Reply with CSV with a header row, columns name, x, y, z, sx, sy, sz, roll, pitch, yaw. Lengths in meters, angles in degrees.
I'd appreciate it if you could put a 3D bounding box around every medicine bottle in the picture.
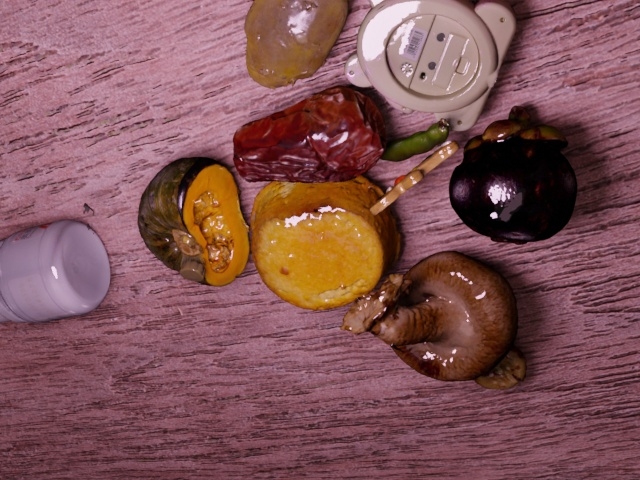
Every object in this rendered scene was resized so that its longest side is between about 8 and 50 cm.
name,x,y,z,sx,sy,sz,roll,pitch,yaw
medicine bottle,-0.724,0.090,1.959,0.306,0.245,0.245,-13,116,17

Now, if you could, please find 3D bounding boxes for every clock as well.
name,x,y,z,sx,sy,sz,roll,pitch,yaw
clock,0.223,-0.395,1.590,0.309,0.114,0.284,20,122,2

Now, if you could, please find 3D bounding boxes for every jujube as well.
name,x,y,z,sx,sy,sz,roll,pitch,yaw
jujube,-0.029,-0.218,1.683,0.342,0.216,0.216,-14,116,18

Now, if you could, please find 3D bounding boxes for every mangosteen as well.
name,x,y,z,sx,sy,sz,roll,pitch,yaw
mangosteen,0.416,-0.132,1.631,0.233,0.287,0.287,33,120,-20

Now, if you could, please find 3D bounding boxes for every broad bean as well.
name,x,y,z,sx,sy,sz,roll,pitch,yaw
broad bean,0.210,-0.213,1.675,0.065,0.046,0.254,16,162,-28

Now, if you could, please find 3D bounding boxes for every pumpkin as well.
name,x,y,z,sx,sy,sz,roll,pitch,yaw
pumpkin,-0.309,-0.064,1.842,0.232,0.242,0.325,17,131,35

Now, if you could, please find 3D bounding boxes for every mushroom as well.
name,x,y,z,sx,sy,sz,roll,pitch,yaw
mushroom,0.286,0.181,1.775,0.331,0.356,0.334,-42,84,16

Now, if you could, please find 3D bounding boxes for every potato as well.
name,x,y,z,sx,sy,sz,roll,pitch,yaw
potato,-0.058,-0.444,1.597,0.191,0.141,0.296,29,123,-3

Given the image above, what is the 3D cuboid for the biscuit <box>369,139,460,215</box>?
name,x,y,z,sx,sy,sz,roll,pitch,yaw
biscuit,0.199,-0.139,1.670,0.240,0.158,0.035,-39,89,-9

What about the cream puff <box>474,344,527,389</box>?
name,x,y,z,sx,sy,sz,roll,pitch,yaw
cream puff,0.453,0.313,1.958,0.149,0.084,0.149,4,123,6

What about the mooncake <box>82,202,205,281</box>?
name,x,y,z,sx,sy,sz,roll,pitch,yaw
mooncake,-0.422,0.011,1.771,0.347,0.057,0.150,36,141,1

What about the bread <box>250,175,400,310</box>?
name,x,y,z,sx,sy,sz,roll,pitch,yaw
bread,-0.003,0.001,1.802,0.358,0.204,0.337,-12,111,19
